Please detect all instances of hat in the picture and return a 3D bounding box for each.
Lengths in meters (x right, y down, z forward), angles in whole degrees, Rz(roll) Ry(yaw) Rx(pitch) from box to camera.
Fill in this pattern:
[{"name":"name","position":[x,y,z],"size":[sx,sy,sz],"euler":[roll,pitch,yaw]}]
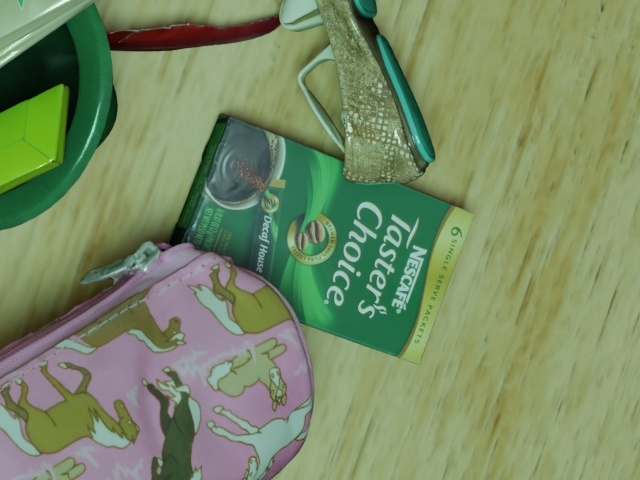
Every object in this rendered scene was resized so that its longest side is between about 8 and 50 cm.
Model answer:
[{"name":"hat","position":[-0.160,-0.086,1.171],"size":[0.208,0.183,0.173],"euler":[8,91,22]}]

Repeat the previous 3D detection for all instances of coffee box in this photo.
[{"name":"coffee box","position":[0.000,0.000,1.219],"size":[0.184,0.040,0.113],"euler":[22,88,-18]}]

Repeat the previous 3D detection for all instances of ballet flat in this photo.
[{"name":"ballet flat","position":[0.011,-0.130,1.187],"size":[0.067,0.073,0.206],"euler":[-19,80,14]}]

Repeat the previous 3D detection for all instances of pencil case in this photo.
[{"name":"pencil case","position":[-0.172,0.142,1.039],"size":[0.167,0.160,0.386],"euler":[46,46,10]}]

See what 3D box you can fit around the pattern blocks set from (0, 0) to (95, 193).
[{"name":"pattern blocks set","position":[-0.223,-0.160,1.072],"size":[0.325,0.026,0.285],"euler":[-19,79,7]}]
